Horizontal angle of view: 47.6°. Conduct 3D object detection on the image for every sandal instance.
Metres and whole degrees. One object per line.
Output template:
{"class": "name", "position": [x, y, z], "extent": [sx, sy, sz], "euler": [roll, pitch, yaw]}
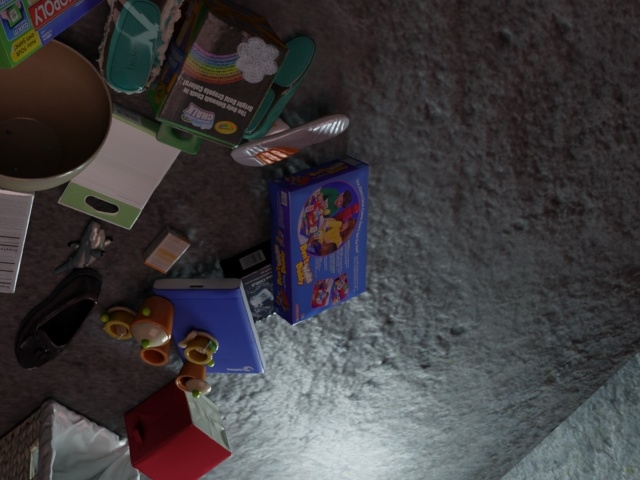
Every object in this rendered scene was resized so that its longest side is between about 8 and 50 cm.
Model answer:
{"class": "sandal", "position": [-0.070, -0.237, 1.577], "extent": [0.265, 0.076, 0.102], "euler": [-19, 159, 4]}

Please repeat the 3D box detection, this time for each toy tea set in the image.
{"class": "toy tea set", "position": [-0.368, 0.273, 1.737], "extent": [0.200, 0.124, 0.336], "euler": [-27, 124, 30]}

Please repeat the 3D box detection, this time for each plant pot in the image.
{"class": "plant pot", "position": [-0.536, -0.204, 1.321], "extent": [0.284, 0.284, 0.191], "euler": [1, 162, -23]}

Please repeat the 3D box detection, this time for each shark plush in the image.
{"class": "shark plush", "position": [-0.530, 0.020, 1.614], "extent": [0.161, 0.073, 0.067], "euler": [-33, 112, 30]}

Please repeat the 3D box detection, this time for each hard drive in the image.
{"class": "hard drive", "position": [-0.266, 0.216, 1.784], "extent": [0.210, 0.040, 0.318], "euler": [-1, 134, 9]}

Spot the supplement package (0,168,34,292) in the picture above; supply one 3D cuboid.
{"class": "supplement package", "position": [-0.659, -0.035, 1.446], "extent": [0.134, 0.139, 0.244], "euler": [9, 121, -26]}

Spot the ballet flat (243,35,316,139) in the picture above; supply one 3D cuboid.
{"class": "ballet flat", "position": [-0.093, -0.313, 1.507], "extent": [0.247, 0.083, 0.087], "euler": [-55, 172, -3]}

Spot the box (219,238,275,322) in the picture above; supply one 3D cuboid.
{"class": "box", "position": [-0.141, 0.100, 1.784], "extent": [0.156, 0.093, 0.158], "euler": [-25, 131, -3]}

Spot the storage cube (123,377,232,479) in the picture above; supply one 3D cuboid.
{"class": "storage cube", "position": [-0.378, 0.517, 1.932], "extent": [0.193, 0.183, 0.215], "euler": [-36, 129, 4]}

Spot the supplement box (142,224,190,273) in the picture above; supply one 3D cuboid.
{"class": "supplement box", "position": [-0.356, 0.021, 1.674], "extent": [0.062, 0.036, 0.098], "euler": [33, 108, -36]}

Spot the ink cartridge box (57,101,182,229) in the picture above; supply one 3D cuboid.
{"class": "ink cartridge box", "position": [-0.417, -0.151, 1.514], "extent": [0.171, 0.056, 0.235], "euler": [24, 116, -33]}

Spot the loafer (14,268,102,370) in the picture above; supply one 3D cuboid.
{"class": "loafer", "position": [-0.605, 0.197, 1.663], "extent": [0.109, 0.095, 0.302], "euler": [30, 109, -35]}

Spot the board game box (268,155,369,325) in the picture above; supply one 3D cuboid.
{"class": "board game box", "position": [0.000, 0.000, 1.701], "extent": [0.233, 0.078, 0.347], "euler": [-21, 125, -34]}

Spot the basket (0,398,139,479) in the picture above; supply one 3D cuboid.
{"class": "basket", "position": [-0.655, 0.648, 1.829], "extent": [0.266, 0.328, 0.331], "euler": [-35, 130, 10]}

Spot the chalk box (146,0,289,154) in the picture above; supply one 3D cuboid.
{"class": "chalk box", "position": [-0.222, -0.308, 1.402], "extent": [0.180, 0.179, 0.289], "euler": [19, 116, -33]}

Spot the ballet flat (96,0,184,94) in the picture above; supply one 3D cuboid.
{"class": "ballet flat", "position": [-0.305, -0.455, 1.284], "extent": [0.147, 0.147, 0.409], "euler": [13, 125, -29]}

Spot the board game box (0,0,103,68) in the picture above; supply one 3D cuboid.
{"class": "board game box", "position": [-0.448, -0.437, 1.144], "extent": [0.046, 0.317, 0.213], "euler": [5, 129, 15]}
